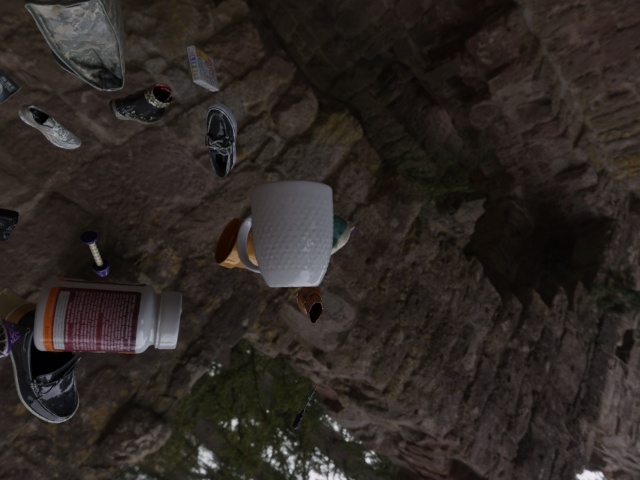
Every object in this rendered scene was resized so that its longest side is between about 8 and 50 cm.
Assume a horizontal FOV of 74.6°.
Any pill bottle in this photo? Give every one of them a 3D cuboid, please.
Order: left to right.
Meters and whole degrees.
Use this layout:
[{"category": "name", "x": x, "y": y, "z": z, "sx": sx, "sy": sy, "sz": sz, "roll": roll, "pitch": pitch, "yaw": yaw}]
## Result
[{"category": "pill bottle", "x": -0.657, "y": 0.244, "z": 1.342, "sx": 0.224, "sy": 0.391, "sz": 0.224, "roll": -173, "pitch": -90, "yaw": -71}]

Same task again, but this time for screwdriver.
[{"category": "screwdriver", "x": -0.050, "y": 0.594, "z": 1.504, "sx": 0.170, "sy": 0.025, "sz": 0.024, "roll": -51, "pitch": -170, "yaw": -31}]

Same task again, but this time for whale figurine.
[{"category": "whale figurine", "x": 0.000, "y": 0.000, "z": 1.793, "sx": 0.272, "sy": 0.141, "sz": 0.216, "roll": -46, "pitch": -159, "yaw": -8}]

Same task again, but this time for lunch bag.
[{"category": "lunch bag", "x": -0.537, "y": -0.514, "z": 0.955, "sx": 0.168, "sy": 0.236, "sz": 0.287, "roll": -11, "pitch": 165, "yaw": -11}]

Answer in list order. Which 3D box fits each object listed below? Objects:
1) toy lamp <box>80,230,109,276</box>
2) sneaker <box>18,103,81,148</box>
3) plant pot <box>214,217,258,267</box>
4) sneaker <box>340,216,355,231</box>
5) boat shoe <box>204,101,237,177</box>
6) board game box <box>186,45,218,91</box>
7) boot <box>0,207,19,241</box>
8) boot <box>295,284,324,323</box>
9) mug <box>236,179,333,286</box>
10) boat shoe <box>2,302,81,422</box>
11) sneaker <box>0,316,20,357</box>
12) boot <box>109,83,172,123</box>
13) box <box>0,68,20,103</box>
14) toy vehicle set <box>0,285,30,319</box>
[{"category": "toy lamp", "x": -1.035, "y": 0.071, "z": 1.941, "sx": 0.080, "sy": 0.080, "sz": 0.275, "roll": -56, "pitch": 166, "yaw": -38}, {"category": "sneaker", "x": -1.179, "y": -0.495, "z": 1.848, "sx": 0.121, "sy": 0.262, "sz": 0.099, "roll": 9, "pitch": -111, "yaw": 45}, {"category": "plant pot", "x": -0.306, "y": 0.035, "z": 1.744, "sx": 0.205, "sy": 0.187, "sz": 0.205, "roll": -36, "pitch": -139, "yaw": 38}, {"category": "sneaker", "x": 0.066, "y": -0.021, "z": 2.281, "sx": 0.293, "sy": 0.102, "sz": 0.146, "roll": -33, "pitch": 160, "yaw": -44}, {"category": "boat shoe", "x": -0.382, "y": -0.367, "z": 1.582, "sx": 0.306, "sy": 0.113, "sz": 0.105, "roll": 106, "pitch": -2, "yaw": -52}, {"category": "board game box", "x": -0.376, "y": -0.550, "z": 1.355, "sx": 0.026, "sy": 0.104, "sz": 0.154, "roll": -8, "pitch": -172, "yaw": 8}, {"category": "boot", "x": -1.084, "y": -0.113, "z": 1.343, "sx": 0.247, "sy": 0.207, "sz": 0.094, "roll": -56, "pitch": -138, "yaw": 23}, {"category": "boot", "x": -0.036, "y": 0.293, "z": 1.904, "sx": 0.220, "sy": 0.108, "sz": 0.284, "roll": -110, "pitch": -157, "yaw": -50}, {"category": "mug", "x": -0.134, "y": -0.005, "z": 1.436, "sx": 0.373, "sy": 0.328, "sz": 0.276, "roll": -5, "pitch": 172, "yaw": 29}, {"category": "boat shoe", "x": -0.966, "y": 0.456, "z": 1.496, "sx": 0.155, "sy": 0.501, "sz": 0.187, "roll": 7, "pitch": -156, "yaw": 21}, {"category": "sneaker", "x": -0.826, "y": 0.252, "z": 1.106, "sx": 0.068, "sy": 0.071, "sz": 0.170, "roll": -53, "pitch": -138, "yaw": -6}, {"category": "boot", "x": -0.552, "y": -0.455, "z": 1.404, "sx": 0.178, "sy": 0.085, "sz": 0.236, "roll": -11, "pitch": -171, "yaw": 21}, {"category": "box", "x": -0.885, "y": -0.438, "z": 1.064, "sx": 0.147, "sy": 0.180, "sz": 0.078, "roll": 16, "pitch": -121, "yaw": 39}, {"category": "toy vehicle set", "x": -1.206, "y": 0.321, "z": 1.555, "sx": 0.035, "sy": 0.166, "sz": 0.267, "roll": -17, "pitch": -150, "yaw": 55}]
